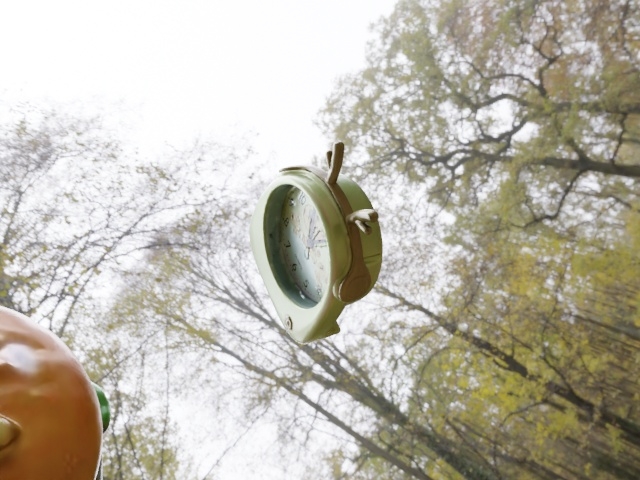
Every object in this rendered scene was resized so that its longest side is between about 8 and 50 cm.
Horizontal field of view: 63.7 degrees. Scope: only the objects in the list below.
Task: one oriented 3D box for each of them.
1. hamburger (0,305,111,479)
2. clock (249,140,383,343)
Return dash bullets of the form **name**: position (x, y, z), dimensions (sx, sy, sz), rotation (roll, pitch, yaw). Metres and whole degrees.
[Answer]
- **hamburger**: position (-0.387, 0.238, 0.471), dimensions (0.396, 0.396, 0.277), rotation (-23, -34, -41)
- **clock**: position (0.000, 0.000, 0.759), dimensions (0.096, 0.234, 0.308), rotation (-11, -26, -30)
